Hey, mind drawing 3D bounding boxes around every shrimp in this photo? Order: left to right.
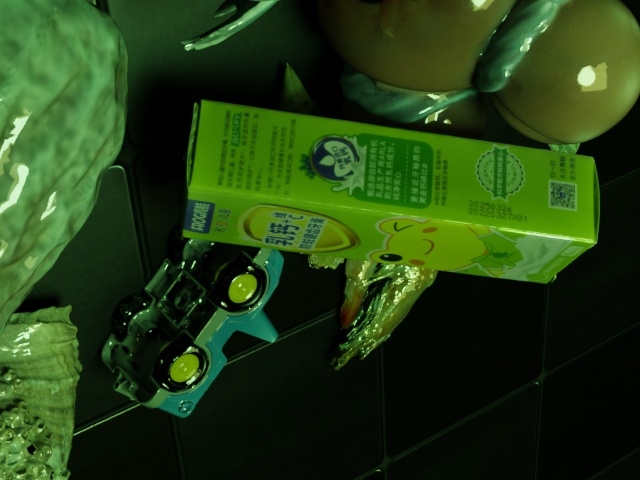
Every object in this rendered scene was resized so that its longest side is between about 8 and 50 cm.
[{"bbox_3d":[0.058,0.049,1.139,0.101,0.042,0.190,23,101,-23],"label":"shrimp"}]

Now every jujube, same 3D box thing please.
[{"bbox_3d":[-0.256,-0.045,0.698,0.226,0.226,0.317,43,72,-45],"label":"jujube"}]

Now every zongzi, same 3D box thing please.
[{"bbox_3d":[-0.037,-0.080,0.976,0.104,0.052,0.113,-44,125,-12],"label":"zongzi"}]

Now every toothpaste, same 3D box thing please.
[{"bbox_3d":[0.052,-0.034,0.890,0.327,0.110,0.077,7,71,-8],"label":"toothpaste"}]

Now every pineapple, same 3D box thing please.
[{"bbox_3d":[0.000,0.000,1.073,0.045,0.019,0.083,-32,134,-24],"label":"pineapple"}]

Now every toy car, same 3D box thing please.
[{"bbox_3d":[-0.100,0.066,0.977,0.100,0.097,0.191,34,93,-45],"label":"toy car"}]

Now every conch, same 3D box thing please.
[{"bbox_3d":[-0.269,0.157,0.897,0.245,0.163,0.178,-55,171,-21],"label":"conch"}]

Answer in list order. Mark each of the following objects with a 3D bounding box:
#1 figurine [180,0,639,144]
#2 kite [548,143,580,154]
[{"bbox_3d":[0.045,-0.199,0.839,0.388,0.276,0.248,11,75,-45],"label":"figurine"},{"bbox_3d":[0.274,-0.215,1.168,0.267,0.013,0.323,-6,119,-36],"label":"kite"}]
